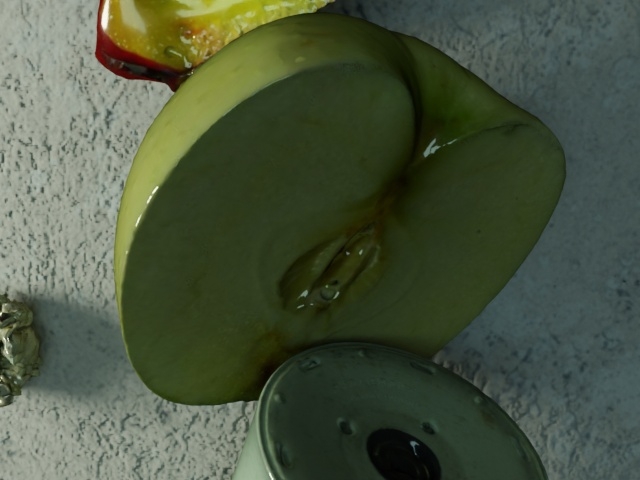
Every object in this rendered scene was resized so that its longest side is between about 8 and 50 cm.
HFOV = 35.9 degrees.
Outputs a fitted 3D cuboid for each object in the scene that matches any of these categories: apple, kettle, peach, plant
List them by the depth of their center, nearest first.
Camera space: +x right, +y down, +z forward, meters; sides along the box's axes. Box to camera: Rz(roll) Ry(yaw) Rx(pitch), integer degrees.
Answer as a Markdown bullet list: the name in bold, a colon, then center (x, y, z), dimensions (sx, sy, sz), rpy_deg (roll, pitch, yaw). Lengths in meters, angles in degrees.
- **apple**: center (0.000, 0.000, 0.836), dimensions (0.320, 0.311, 0.360), rpy_deg (37, 116, 2)
- **kettle**: center (0.028, 0.342, 0.842), dimensions (0.250, 0.361, 0.376), rpy_deg (2, 128, -30)
- **peach**: center (-0.083, -0.246, 0.869), dimensions (0.267, 0.154, 0.158), rpy_deg (-27, 107, 14)
- **plant**: center (-0.340, 0.115, 0.977), dimensions (0.105, 0.122, 0.116), rpy_deg (7, 109, 13)
